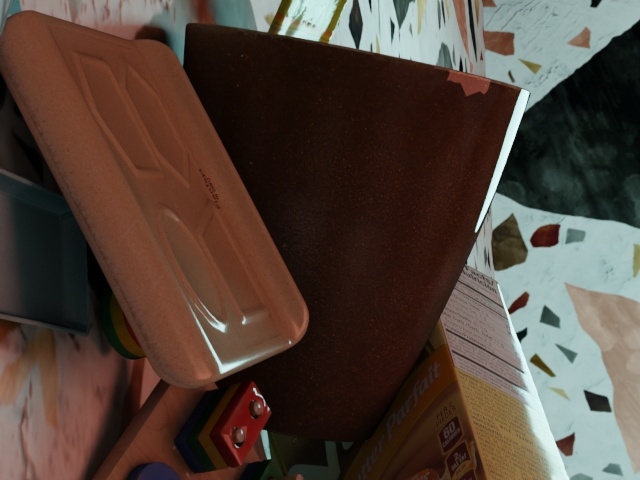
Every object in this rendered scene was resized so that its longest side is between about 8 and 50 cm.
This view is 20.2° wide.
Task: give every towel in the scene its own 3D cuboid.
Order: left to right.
[{"bbox_3d":[0.005,-0.182,1.270,0.237,0.021,0.102,-65,165,10],"label":"towel"}]

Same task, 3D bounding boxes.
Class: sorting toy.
[{"bbox_3d":[-0.084,-0.020,0.907,0.193,0.038,0.208,62,14,3],"label":"sorting toy"},{"bbox_3d":[-0.049,0.153,0.947,0.274,0.046,0.132,62,34,-22],"label":"sorting toy"}]

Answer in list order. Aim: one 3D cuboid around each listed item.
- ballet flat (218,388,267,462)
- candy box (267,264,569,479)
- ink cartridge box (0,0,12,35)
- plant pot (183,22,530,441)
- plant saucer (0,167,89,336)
[{"bbox_3d":[-0.046,0.189,1.063,0.068,0.072,0.213,-63,147,-72],"label":"ballet flat"},{"bbox_3d":[0.059,0.156,1.148,0.087,0.183,0.316,30,23,-23],"label":"candy box"},{"bbox_3d":[-0.099,-0.106,0.515,0.385,0.091,0.308,101,0,-54],"label":"ink cartridge box"},{"bbox_3d":[0.000,0.000,1.108,0.215,0.215,0.230,-4,107,-79],"label":"plant pot"},{"bbox_3d":[-0.140,0.003,0.789,0.192,0.018,0.067,29,58,-76],"label":"plant saucer"}]
